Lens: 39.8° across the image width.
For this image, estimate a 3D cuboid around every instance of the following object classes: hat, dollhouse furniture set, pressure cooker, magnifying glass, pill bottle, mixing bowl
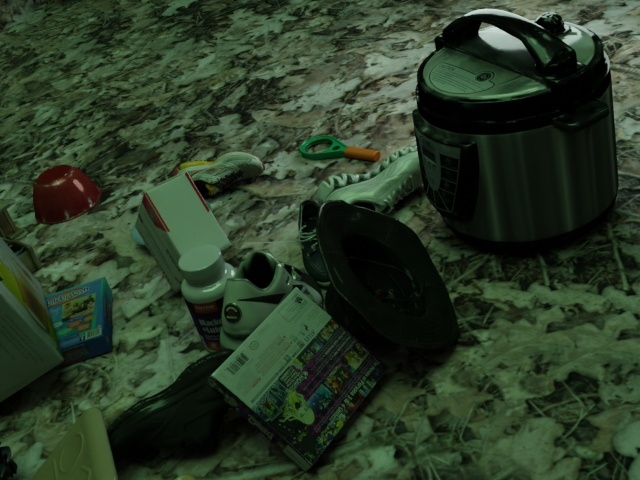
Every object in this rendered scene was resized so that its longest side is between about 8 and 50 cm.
[{"bbox_3d":[0.087,0.088,1.561,0.134,0.331,0.331,-49,17,32],"label":"hat"},{"bbox_3d":[-0.760,0.012,2.033,0.129,0.183,0.129,15,44,39],"label":"dollhouse furniture set"},{"bbox_3d":[0.370,-0.236,1.695,0.370,0.420,0.375,0,37,22],"label":"pressure cooker"},{"bbox_3d":[0.047,-0.221,2.180,0.231,0.026,0.092,11,42,39],"label":"magnifying glass"},{"bbox_3d":[-0.194,0.107,1.634,0.108,0.193,0.108,-12,33,8],"label":"pill bottle"},{"bbox_3d":[-0.671,-0.133,2.291,0.182,0.098,0.181,-11,33,7],"label":"mixing bowl"}]

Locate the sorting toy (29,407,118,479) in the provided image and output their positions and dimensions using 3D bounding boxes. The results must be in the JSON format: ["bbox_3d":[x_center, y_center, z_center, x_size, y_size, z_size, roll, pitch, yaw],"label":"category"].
[{"bbox_3d":[-0.400,0.392,1.391,0.208,0.038,0.193,-47,34,7],"label":"sorting toy"}]

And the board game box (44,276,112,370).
[{"bbox_3d":[-0.509,0.171,1.812,0.160,0.047,0.210,-18,34,-1],"label":"board game box"}]

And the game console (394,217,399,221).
[{"bbox_3d":[0.120,0.024,1.740,0.071,0.107,0.122,8,30,-16],"label":"game console"}]

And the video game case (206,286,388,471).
[{"bbox_3d":[-0.032,0.217,1.429,0.210,0.042,0.232,40,52,5],"label":"video game case"}]

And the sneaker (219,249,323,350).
[{"bbox_3d":[-0.080,0.081,1.604,0.123,0.146,0.330,1,12,18],"label":"sneaker"}]

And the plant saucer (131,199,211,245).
[{"bbox_3d":[-0.340,-0.032,2.051,0.195,0.037,0.195,-11,34,8],"label":"plant saucer"}]

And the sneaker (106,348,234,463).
[{"bbox_3d":[-0.237,0.298,1.448,0.286,0.130,0.109,-34,-4,10],"label":"sneaker"}]

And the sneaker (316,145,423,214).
[{"bbox_3d":[0.143,-0.110,1.912,0.292,0.110,0.118,-23,46,-4],"label":"sneaker"}]

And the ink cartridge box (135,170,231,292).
[{"bbox_3d":[-0.280,-0.011,1.773,0.100,0.172,0.237,-29,-6,-21],"label":"ink cartridge box"}]

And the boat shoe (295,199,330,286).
[{"bbox_3d":[0.000,0.000,1.816,0.095,0.079,0.254,-15,33,2],"label":"boat shoe"}]

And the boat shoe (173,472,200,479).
[{"bbox_3d":[-0.248,0.408,1.334,0.063,0.059,0.170,15,44,39],"label":"boat shoe"}]

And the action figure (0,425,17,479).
[{"bbox_3d":[-0.566,0.397,1.404,0.141,0.164,0.275,-12,38,-2],"label":"action figure"}]

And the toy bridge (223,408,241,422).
[{"bbox_3d":[-0.086,0.257,1.519,0.188,0.026,0.063,-29,37,-18],"label":"toy bridge"}]

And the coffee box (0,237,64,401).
[{"bbox_3d":[-0.744,0.129,1.666,0.338,0.337,0.334,-33,35,-6],"label":"coffee box"}]

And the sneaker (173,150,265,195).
[{"bbox_3d":[-0.244,-0.150,2.162,0.225,0.088,0.092,-14,53,4],"label":"sneaker"}]
